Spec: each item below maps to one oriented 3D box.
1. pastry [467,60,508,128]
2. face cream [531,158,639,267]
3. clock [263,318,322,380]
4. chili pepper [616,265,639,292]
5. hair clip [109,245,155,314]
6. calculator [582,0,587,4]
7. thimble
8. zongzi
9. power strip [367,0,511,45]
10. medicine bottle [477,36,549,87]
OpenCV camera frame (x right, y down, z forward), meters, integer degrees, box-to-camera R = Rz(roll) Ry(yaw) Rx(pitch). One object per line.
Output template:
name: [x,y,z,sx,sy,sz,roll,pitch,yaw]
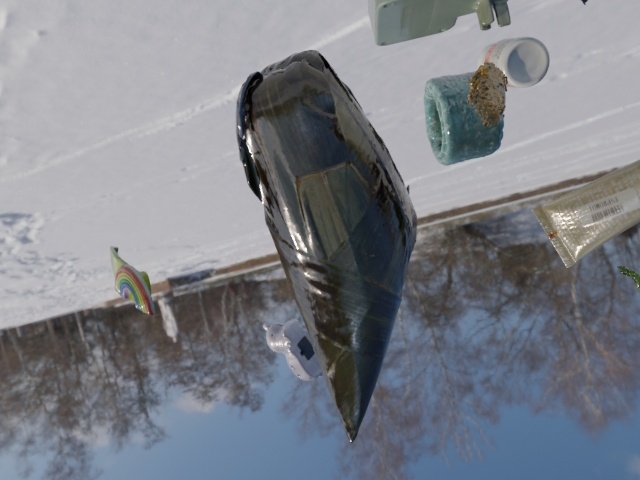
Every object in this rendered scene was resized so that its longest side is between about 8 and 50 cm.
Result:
pastry: [0.315,-0.275,1.182,0.056,0.080,0.140,-32,-159,46]
face cream: [0.574,-0.084,1.171,0.341,0.137,0.084,-35,169,36]
clock: [-0.064,0.270,1.550,0.117,0.176,0.080,-9,-149,51]
chili pepper: [0.634,0.078,1.270,0.022,0.083,0.027,-40,175,-24]
hair clip: [-0.294,0.051,0.951,0.033,0.060,0.188,-12,-154,-32]
calculator: [0.569,-0.700,1.610,0.021,0.261,0.161,-53,-166,35]
thimble: [0.326,-0.282,1.458,0.143,0.199,0.235,-12,170,-2]
zongzi: [0.000,0.000,0.867,0.207,0.403,0.433,-10,-131,22]
power strip: [0.225,-0.441,1.174,0.260,0.141,0.229,-13,176,4]
medicine bottle: [0.559,-0.522,1.846,0.144,0.145,0.252,-15,-163,3]
